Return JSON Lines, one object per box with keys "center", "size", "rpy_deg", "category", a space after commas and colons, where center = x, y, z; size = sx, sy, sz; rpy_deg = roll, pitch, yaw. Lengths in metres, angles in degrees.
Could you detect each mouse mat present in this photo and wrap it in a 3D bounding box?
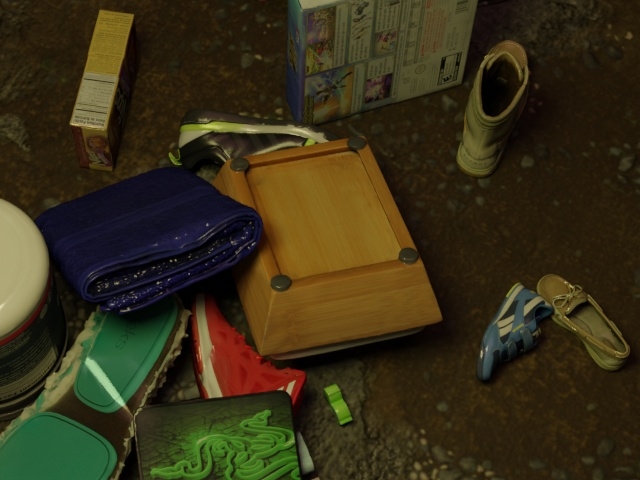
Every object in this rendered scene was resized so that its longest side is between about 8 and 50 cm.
{"center": [-0.116, 0.256, 1.733], "size": [0.190, 0.007, 0.152], "rpy_deg": [-5, 79, -15], "category": "mouse mat"}

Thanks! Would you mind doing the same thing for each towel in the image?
{"center": [-0.216, -0.002, 1.833], "size": [0.228, 0.076, 0.308], "rpy_deg": [-21, 21, -16], "category": "towel"}

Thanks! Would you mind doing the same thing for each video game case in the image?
{"center": [0.078, -0.270, 1.965], "size": [0.244, 0.269, 0.061], "rpy_deg": [-17, 63, -11], "category": "video game case"}

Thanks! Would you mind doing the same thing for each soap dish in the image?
{"center": [0.000, 0.000, 1.862], "size": [0.229, 0.118, 0.291], "rpy_deg": [-10, 47, -12], "category": "soap dish"}

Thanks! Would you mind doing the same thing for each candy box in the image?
{"center": [-0.285, -0.199, 2.004], "size": [0.053, 0.109, 0.186], "rpy_deg": [9, 63, 3], "category": "candy box"}

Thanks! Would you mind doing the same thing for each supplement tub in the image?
{"center": [-0.398, 0.085, 1.755], "size": [0.191, 0.272, 0.191], "rpy_deg": [1, 62, -2], "category": "supplement tub"}

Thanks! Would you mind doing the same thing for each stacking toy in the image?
{"center": [-0.012, 0.288, 1.787], "size": [0.167, 0.052, 0.221], "rpy_deg": [-21, 64, -13], "category": "stacking toy"}

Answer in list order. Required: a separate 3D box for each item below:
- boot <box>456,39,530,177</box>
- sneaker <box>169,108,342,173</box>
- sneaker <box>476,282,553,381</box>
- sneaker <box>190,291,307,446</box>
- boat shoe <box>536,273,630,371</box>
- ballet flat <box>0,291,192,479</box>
{"center": [0.240, -0.208, 1.996], "size": [0.077, 0.165, 0.213], "rpy_deg": [18, 64, 6], "category": "boot"}
{"center": [-0.081, -0.110, 1.996], "size": [0.235, 0.084, 0.097], "rpy_deg": [8, 83, 4], "category": "sneaker"}
{"center": [0.240, 0.119, 1.884], "size": [0.059, 0.053, 0.144], "rpy_deg": [25, 65, 18], "category": "sneaker"}
{"center": [-0.087, 0.155, 1.836], "size": [0.128, 0.087, 0.221], "rpy_deg": [-7, 58, -10], "category": "sneaker"}
{"center": [0.334, 0.097, 1.904], "size": [0.056, 0.048, 0.153], "rpy_deg": [-29, 67, -17], "category": "boat shoe"}
{"center": [-0.276, 0.225, 1.761], "size": [0.147, 0.147, 0.409], "rpy_deg": [27, 57, 12], "category": "ballet flat"}
